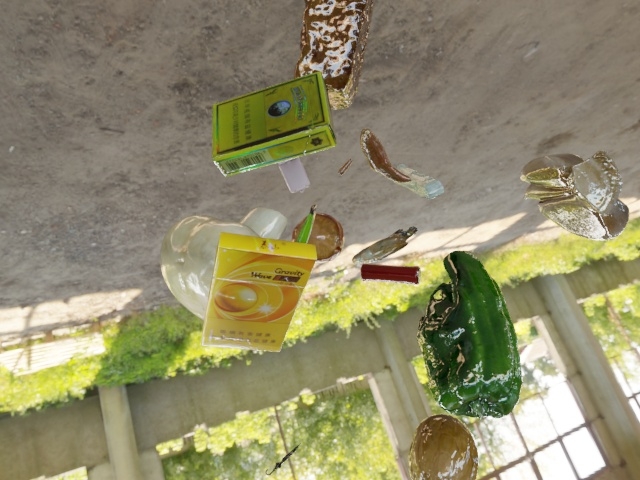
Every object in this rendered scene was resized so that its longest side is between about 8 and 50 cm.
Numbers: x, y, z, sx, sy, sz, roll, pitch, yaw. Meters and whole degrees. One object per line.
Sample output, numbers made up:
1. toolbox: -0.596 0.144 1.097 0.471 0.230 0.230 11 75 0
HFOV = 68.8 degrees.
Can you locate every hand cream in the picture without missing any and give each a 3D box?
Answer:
1. hand cream: -0.032 -0.016 0.962 0.023 0.122 0.036 21 -166 3

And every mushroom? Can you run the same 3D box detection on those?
1. mushroom: -0.251 0.057 1.229 0.325 0.353 0.353 15 147 -25

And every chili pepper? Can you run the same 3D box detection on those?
1. chili pepper: 0.306 0.192 1.023 0.213 0.385 0.167 -22 130 23

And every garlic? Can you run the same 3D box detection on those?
1. garlic: 0.664 -0.118 1.211 0.132 0.279 0.325 -39 178 3

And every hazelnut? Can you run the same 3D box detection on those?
1. hazelnut: 0.000 0.000 1.550 0.182 0.182 0.182 -17 162 -6

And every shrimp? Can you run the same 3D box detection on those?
1. shrimp: 0.213 0.016 1.490 0.254 0.059 0.145 -30 179 27

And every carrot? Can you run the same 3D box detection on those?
1. carrot: 0.119 -0.349 2.227 0.093 0.032 0.032 -51 158 1

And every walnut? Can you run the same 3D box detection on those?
1. walnut: 0.291 0.518 1.108 0.167 0.207 0.167 13 137 13

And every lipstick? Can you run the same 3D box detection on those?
1. lipstick: 0.283 0.135 1.891 0.241 0.080 0.080 3 171 24

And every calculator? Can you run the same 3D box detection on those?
1. calculator: -0.113 -0.288 2.033 0.100 0.175 0.032 -24 -163 -2

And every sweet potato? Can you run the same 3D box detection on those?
1. sweet potato: 0.172 -0.237 1.344 0.078 0.058 0.255 -13 142 35

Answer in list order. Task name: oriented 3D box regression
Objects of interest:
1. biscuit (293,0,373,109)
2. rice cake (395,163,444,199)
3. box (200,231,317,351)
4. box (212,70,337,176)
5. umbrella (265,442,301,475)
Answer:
1. biscuit: 0.046 -0.561 1.254 0.166 0.395 0.342 10 -172 7
2. rice cake: 0.343 -0.210 1.675 0.066 0.063 0.336 -28 -157 -4
3. box: -0.114 0.099 0.791 0.152 0.043 0.269 8 133 -16
4. box: -0.087 -0.213 0.856 0.219 0.141 0.064 -12 148 9
5. umbrella: -0.109 0.673 1.434 0.148 0.022 0.022 -24 152 -39
